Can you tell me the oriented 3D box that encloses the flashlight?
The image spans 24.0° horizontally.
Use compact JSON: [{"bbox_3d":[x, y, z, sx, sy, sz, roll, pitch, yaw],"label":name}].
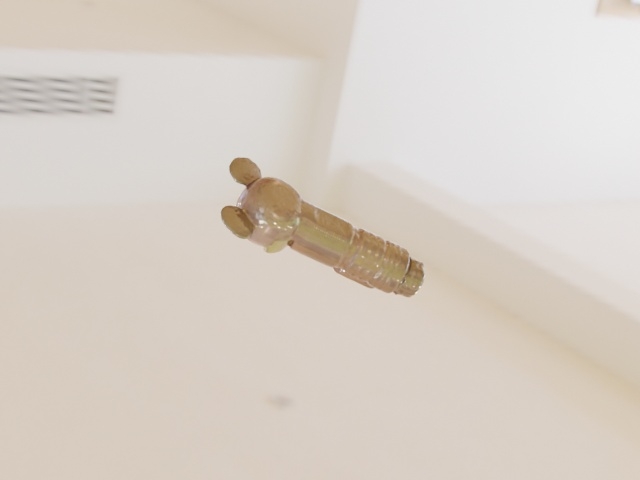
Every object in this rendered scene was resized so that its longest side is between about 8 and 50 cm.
[{"bbox_3d":[0.000,0.000,0.729,0.110,0.031,0.052,26,-137,-19],"label":"flashlight"}]
